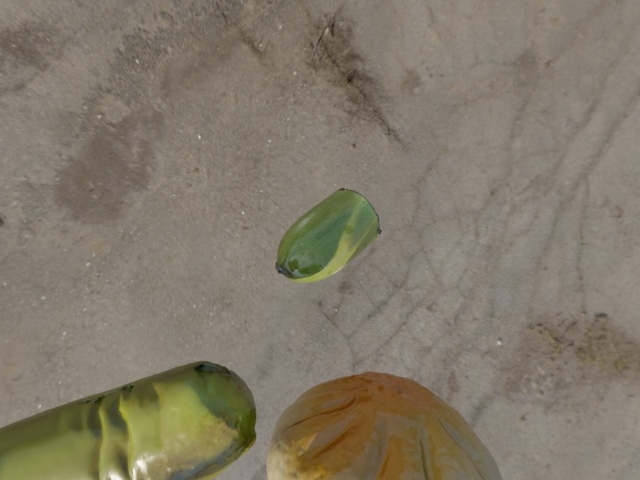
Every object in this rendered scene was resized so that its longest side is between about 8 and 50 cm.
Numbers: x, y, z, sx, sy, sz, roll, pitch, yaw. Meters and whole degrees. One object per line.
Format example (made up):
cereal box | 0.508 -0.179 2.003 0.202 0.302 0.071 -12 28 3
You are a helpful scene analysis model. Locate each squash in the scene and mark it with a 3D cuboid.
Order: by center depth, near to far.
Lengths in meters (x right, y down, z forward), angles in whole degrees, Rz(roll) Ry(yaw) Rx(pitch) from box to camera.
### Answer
squash | 0.000 0.000 0.707 0.187 0.123 0.123 -36 107 -33

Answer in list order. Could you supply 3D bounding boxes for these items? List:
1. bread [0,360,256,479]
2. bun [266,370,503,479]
bread | -0.246 0.236 0.412 0.384 0.112 0.166 -18 144 -4
bun | 0.081 0.258 0.524 0.299 0.299 0.164 8 93 -16
